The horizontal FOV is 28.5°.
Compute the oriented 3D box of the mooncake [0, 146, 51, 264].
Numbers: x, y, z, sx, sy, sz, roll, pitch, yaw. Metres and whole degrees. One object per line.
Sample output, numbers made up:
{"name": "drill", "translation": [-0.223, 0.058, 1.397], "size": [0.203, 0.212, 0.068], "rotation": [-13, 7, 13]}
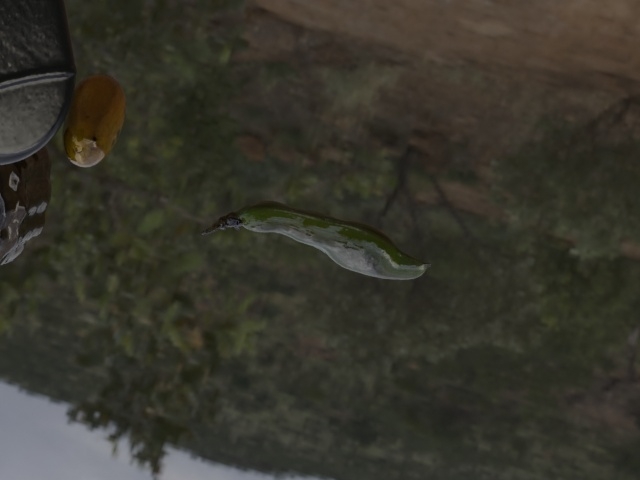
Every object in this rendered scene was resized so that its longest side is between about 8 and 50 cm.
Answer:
{"name": "mooncake", "translation": [-0.583, -0.084, 1.926], "size": [0.324, 0.324, 0.187], "rotation": [18, -165, 2]}

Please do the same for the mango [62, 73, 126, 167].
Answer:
{"name": "mango", "translation": [-0.351, -0.179, 1.942], "size": [0.090, 0.178, 0.115], "rotation": [8, 139, -5]}

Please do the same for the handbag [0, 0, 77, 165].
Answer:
{"name": "handbag", "translation": [-0.434, -0.241, 1.627], "size": [0.093, 0.308, 0.254], "rotation": [19, -146, 39]}

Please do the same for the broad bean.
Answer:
{"name": "broad bean", "translation": [0.001, -0.006, 1.768], "size": [0.325, 0.075, 0.067], "rotation": [16, -166, -8]}
